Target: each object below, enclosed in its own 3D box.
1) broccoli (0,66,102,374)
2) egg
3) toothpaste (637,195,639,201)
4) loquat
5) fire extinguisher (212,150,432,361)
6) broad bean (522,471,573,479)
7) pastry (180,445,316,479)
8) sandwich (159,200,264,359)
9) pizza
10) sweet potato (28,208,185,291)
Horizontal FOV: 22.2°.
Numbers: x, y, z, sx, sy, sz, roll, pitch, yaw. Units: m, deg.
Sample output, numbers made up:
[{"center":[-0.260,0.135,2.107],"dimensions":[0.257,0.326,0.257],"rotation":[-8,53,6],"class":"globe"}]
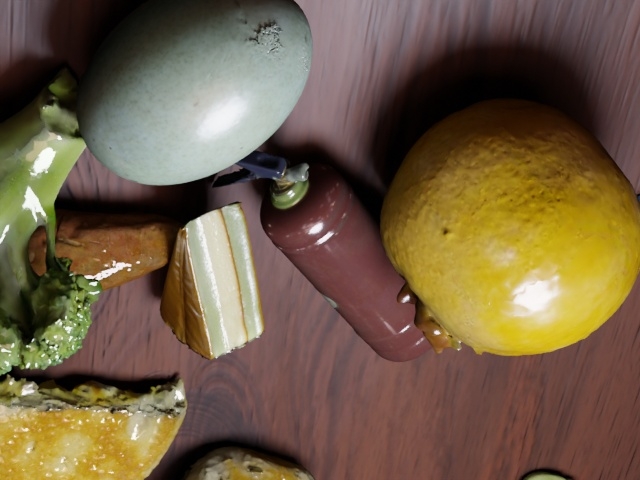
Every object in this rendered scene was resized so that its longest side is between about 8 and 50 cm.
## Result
[{"center":[-0.316,0.013,1.508],"dimensions":[0.302,0.186,0.254],"rotation":[-24,96,2],"class":"broccoli"},{"center":[-0.116,-0.148,1.506],"dimensions":[0.236,0.169,0.169],"rotation":[-37,130,10],"class":"egg"},{"center":[0.366,-0.012,1.834],"dimensions":[0.272,0.066,0.053],"rotation":[-22,132,4],"class":"toothpaste"},{"center":[0.191,-0.001,1.656],"dimensions":[0.275,0.275,0.275],"rotation":[-8,131,-9],"class":"loquat"},{"center":[0.000,0.000,1.724],"dimensions":[0.138,0.102,0.344],"rotation":[-6,142,36],"class":"fire extinguisher"},{"center":[0.296,0.329,2.123],"dimensions":[0.083,0.045,0.063],"rotation":[13,124,-16],"class":"broad bean"},{"center":[-0.088,0.338,1.949],"dimensions":[0.192,0.093,0.182],"rotation":[32,89,-23],"class":"pastry"},{"center":[-0.128,0.025,1.700],"dimensions":[0.079,0.113,0.163],"rotation":[-26,123,-27],"class":"sandwich"},{"center":[-0.307,0.208,1.826],"dimensions":[0.280,0.075,0.287],"rotation":[-40,127,13],"class":"pizza"},{"center":[-0.251,0.013,1.666],"dimensions":[0.251,0.097,0.097],"rotation":[-11,132,-15],"class":"sweet potato"}]
